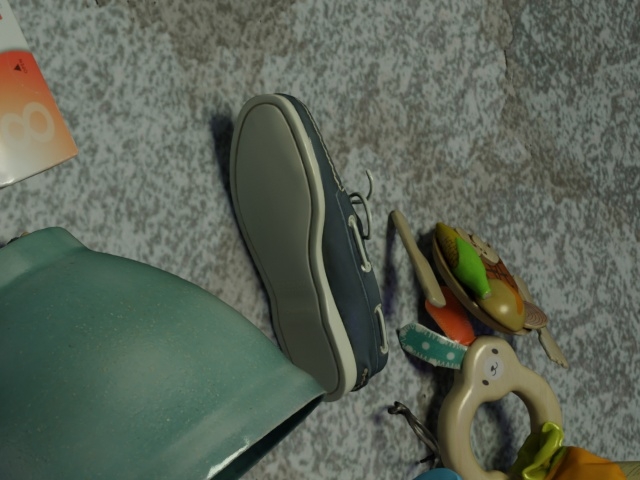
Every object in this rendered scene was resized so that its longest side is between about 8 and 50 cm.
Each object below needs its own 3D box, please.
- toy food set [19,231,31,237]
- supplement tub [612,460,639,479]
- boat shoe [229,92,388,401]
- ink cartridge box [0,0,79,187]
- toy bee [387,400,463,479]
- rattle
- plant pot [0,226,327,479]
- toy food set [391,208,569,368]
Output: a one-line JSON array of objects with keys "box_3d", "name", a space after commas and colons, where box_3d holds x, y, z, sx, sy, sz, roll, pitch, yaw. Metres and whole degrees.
[{"box_3d": [-0.256, 0.002, 1.211, 0.122, 0.019, 0.078, 24, 66, -33], "name": "toy food set"}, {"box_3d": [0.326, 0.302, 1.543, 0.228, 0.316, 0.228, 9, 77, -45], "name": "supplement tub"}, {"box_3d": [0.000, 0.000, 1.419, 0.079, 0.095, 0.254, -27, 104, -43], "name": "boat shoe"}, {"box_3d": [-0.263, -0.091, 1.188, 0.179, 0.045, 0.145, -29, 96, -47], "name": "ink cartridge box"}, {"box_3d": [0.077, 0.265, 1.399, 0.162, 0.298, 0.195, -42, 96, 0], "name": "toy bee"}, {"box_3d": [0.161, 0.138, 1.518, 0.130, 0.143, 0.199, -20, 103, -11], "name": "rattle"}, {"box_3d": [-0.169, 0.116, 1.121, 0.196, 0.293, 0.293, 50, 46, 6], "name": "plant pot"}, {"box_3d": [0.151, 0.033, 1.567, 0.192, 0.038, 0.132, 26, 30, -41], "name": "toy food set"}]
